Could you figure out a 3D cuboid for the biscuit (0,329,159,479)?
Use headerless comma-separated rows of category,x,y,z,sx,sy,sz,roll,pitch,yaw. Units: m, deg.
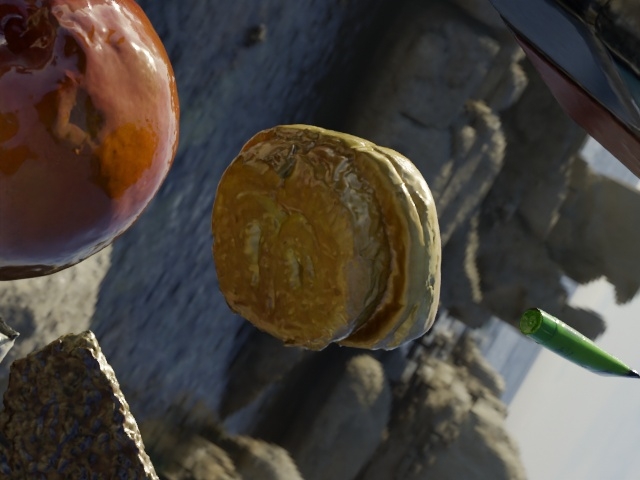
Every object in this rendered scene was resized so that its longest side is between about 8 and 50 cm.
biscuit,-0.153,0.183,0.713,0.131,0.236,0.026,-24,174,-1

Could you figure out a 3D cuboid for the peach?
peach,-0.293,-0.134,1.107,0.342,0.343,0.302,-51,-175,-35

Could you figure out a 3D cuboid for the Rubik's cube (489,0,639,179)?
Rubik's cube,0.285,-0.148,0.590,0.313,0.316,0.318,-45,146,8

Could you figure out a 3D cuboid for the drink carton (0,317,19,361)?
drink carton,-0.358,0.154,0.781,0.324,0.132,0.194,-59,-157,-11

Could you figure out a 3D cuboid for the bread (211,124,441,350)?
bread,0.000,-0.003,1.060,0.120,0.236,0.198,-22,119,-44

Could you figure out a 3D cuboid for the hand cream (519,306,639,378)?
hand cream,0.196,0.083,0.894,0.122,0.036,0.023,29,69,-36
